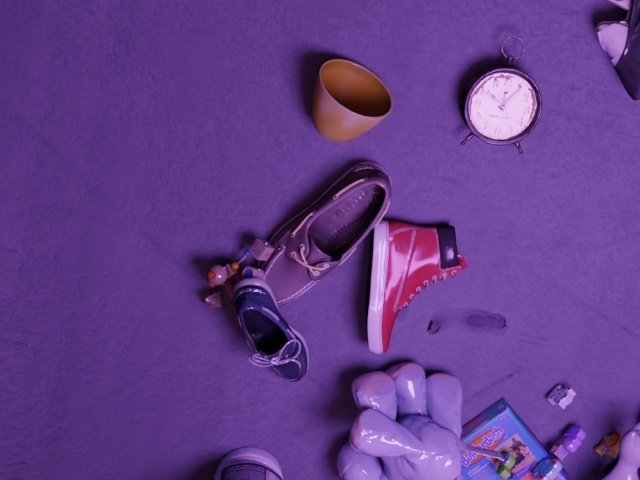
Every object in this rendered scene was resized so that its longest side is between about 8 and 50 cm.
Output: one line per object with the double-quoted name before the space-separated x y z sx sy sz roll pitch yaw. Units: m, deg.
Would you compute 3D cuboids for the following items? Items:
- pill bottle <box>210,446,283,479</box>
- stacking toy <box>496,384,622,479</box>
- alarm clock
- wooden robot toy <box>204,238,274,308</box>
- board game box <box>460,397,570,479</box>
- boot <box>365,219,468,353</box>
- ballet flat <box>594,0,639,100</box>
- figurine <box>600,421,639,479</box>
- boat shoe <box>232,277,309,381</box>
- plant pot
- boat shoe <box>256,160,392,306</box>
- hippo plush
"pill bottle" -0.134 0.494 1.703 0.162 0.278 0.162 0 107 0
"stacking toy" 0.444 0.398 1.761 0.167 0.052 0.221 45 77 -15
"alarm clock" 0.305 -0.246 1.595 0.129 0.064 0.192 9 109 -4
"wooden robot toy" -0.158 0.064 1.650 0.173 0.079 0.076 -38 66 23
"board game box" 0.349 0.425 1.811 0.160 0.047 0.210 -38 105 10
"boot" 0.169 0.089 1.687 0.176 0.088 0.244 4 104 -4
"ballet flat" 0.500 -0.371 1.553 0.096 0.095 0.280 7 97 7
"figurine" 0.568 0.404 1.726 0.092 0.215 0.209 26 111 31
"boat shoe" -0.083 0.174 1.671 0.095 0.079 0.254 -12 131 9
"plant pot" 0.039 -0.218 1.577 0.134 0.134 0.095 27 133 -9
"boat shoe" 0.000 0.000 1.648 0.116 0.096 0.324 43 102 -12
"hippo plush" 0.160 0.379 1.742 0.294 0.234 0.236 29 136 6
